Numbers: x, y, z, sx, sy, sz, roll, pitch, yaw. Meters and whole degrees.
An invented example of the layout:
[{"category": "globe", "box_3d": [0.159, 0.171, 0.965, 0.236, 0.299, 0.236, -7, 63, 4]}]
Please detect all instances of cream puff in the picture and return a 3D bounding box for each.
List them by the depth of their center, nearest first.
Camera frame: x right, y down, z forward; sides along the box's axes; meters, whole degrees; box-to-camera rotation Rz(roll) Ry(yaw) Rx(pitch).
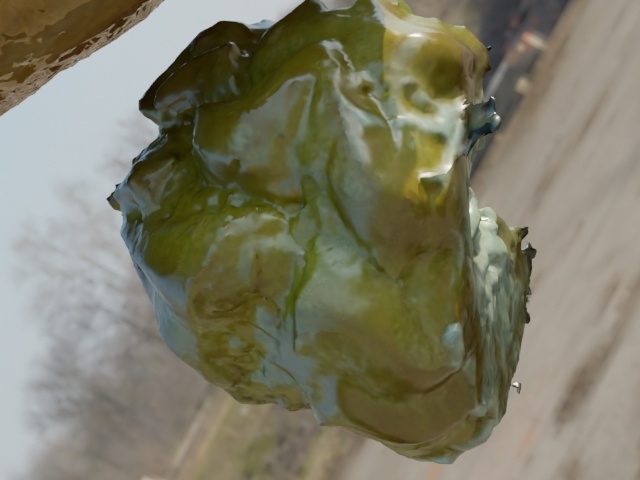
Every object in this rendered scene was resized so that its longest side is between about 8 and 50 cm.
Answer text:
[{"category": "cream puff", "box_3d": [-0.001, 0.000, 0.618, 0.121, 0.156, 0.156, -58, -2, -31]}]

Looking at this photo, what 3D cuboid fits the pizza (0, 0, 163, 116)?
[{"category": "pizza", "box_3d": [-0.117, -0.071, 0.630, 0.365, 0.074, 0.182, -31, 11, 28]}]
